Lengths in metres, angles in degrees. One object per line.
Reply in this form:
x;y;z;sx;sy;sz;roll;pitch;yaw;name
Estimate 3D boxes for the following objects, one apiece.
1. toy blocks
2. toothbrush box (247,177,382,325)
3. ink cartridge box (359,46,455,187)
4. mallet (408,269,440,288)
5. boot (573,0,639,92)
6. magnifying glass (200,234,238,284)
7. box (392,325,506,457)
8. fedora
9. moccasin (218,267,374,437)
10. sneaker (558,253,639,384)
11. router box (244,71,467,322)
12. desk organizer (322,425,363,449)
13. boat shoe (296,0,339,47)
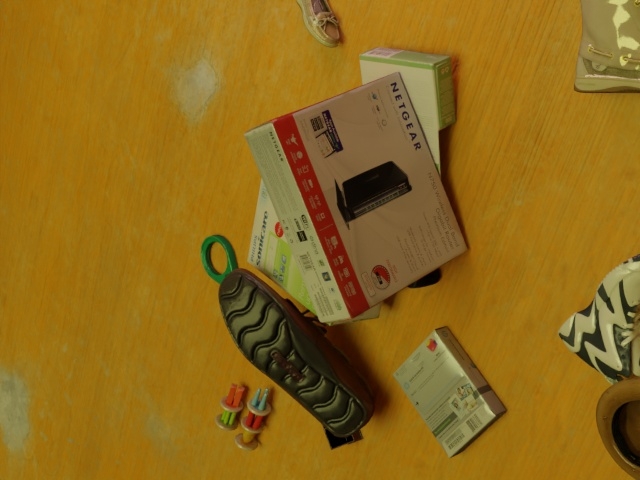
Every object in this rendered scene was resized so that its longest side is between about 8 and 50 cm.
-0.160;0.353;2.374;0.123;0.054;0.148;39;123;32;toy blocks
0.000;0.000;2.072;0.283;0.122;0.206;37;123;46;toothbrush box
0.154;-0.210;1.951;0.171;0.056;0.235;16;124;42;ink cartridge box
0.147;0.086;2.036;0.190;0.062;0.039;-36;68;58;mallet
0.476;-0.312;1.586;0.262;0.095;0.203;6;101;48;boot
-0.186;0.089;2.370;0.092;0.026;0.231;-49;63;38;magnifying glass
0.226;0.269;1.987;0.186;0.038;0.145;54;130;21;box
0.508;0.278;1.672;0.194;0.079;0.194;26;127;39;fedora
-0.041;0.200;2.113;0.380;0.147;0.139;40;107;2;moccasin
0.473;0.128;1.677;0.153;0.094;0.235;53;130;22;sneaker
0.065;-0.077;1.844;0.082;0.301;0.335;-15;100;51;router box
0.029;0.338;2.186;0.047;0.050;0.130;-30;77;44;desk organizer
-0.002;-0.425;2.062;0.048;0.056;0.153;-45;60;45;boat shoe
